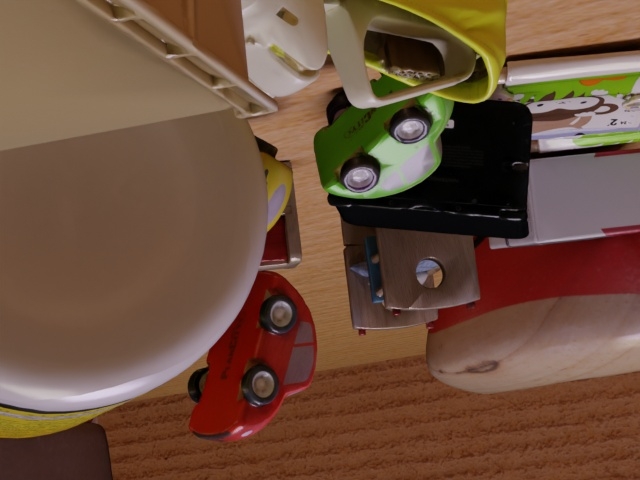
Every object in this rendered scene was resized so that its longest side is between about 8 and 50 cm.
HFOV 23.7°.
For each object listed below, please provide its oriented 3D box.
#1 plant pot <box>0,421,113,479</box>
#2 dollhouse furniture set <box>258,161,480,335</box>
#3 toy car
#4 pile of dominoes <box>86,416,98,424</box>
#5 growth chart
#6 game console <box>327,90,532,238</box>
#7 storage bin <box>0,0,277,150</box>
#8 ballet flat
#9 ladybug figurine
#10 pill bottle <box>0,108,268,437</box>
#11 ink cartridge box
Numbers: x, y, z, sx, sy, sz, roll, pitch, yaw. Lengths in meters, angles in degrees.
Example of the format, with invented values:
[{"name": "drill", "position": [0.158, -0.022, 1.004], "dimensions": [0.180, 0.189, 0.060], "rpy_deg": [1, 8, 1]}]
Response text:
[{"name": "plant pot", "position": [-0.288, 0.090, 1.105], "dimensions": [0.263, 0.229, 0.263], "rpy_deg": [-6, 171, -1]}, {"name": "dollhouse furniture set", "position": [0.000, 0.000, 1.067], "dimensions": [0.184, 0.129, 0.129], "rpy_deg": [-5, 171, -10]}, {"name": "toy car", "position": [0.004, -0.022, 0.862], "dimensions": [0.053, 0.239, 0.225], "rpy_deg": [27, 125, -33]}, {"name": "pile of dominoes", "position": [-0.417, 0.217, 1.965], "dimensions": [0.251, 0.196, 0.040], "rpy_deg": [-3, 158, -17]}, {"name": "growth chart", "position": [0.177, -0.089, 0.989], "dimensions": [0.172, 0.021, 0.237], "rpy_deg": [-7, 171, 11]}, {"name": "game console", "position": [0.070, -0.045, 0.950], "dimensions": [0.122, 0.107, 0.071], "rpy_deg": [4, -160, 10]}, {"name": "storage bin", "position": [-0.173, -0.092, 0.376], "dimensions": [0.262, 0.123, 0.260], "rpy_deg": [-8, 170, 13]}, {"name": "ballet flat", "position": [0.001, -0.095, 0.629], "dimensions": [0.077, 0.077, 0.231], "rpy_deg": [-14, 168, 43]}, {"name": "ladybug figurine", "position": [0.260, 0.041, 1.400], "dimensions": [0.305, 0.161, 0.449], "rpy_deg": [-7, 173, -26]}, {"name": "pill bottle", "position": [-0.157, 0.009, 0.818], "dimensions": [0.188, 0.187, 0.334], "rpy_deg": [-4, 170, -18]}, {"name": "ink cartridge box", "position": [0.193, -0.031, 1.164], "dimensions": [0.109, 0.063, 0.150], "rpy_deg": [-7, 179, -6]}]
